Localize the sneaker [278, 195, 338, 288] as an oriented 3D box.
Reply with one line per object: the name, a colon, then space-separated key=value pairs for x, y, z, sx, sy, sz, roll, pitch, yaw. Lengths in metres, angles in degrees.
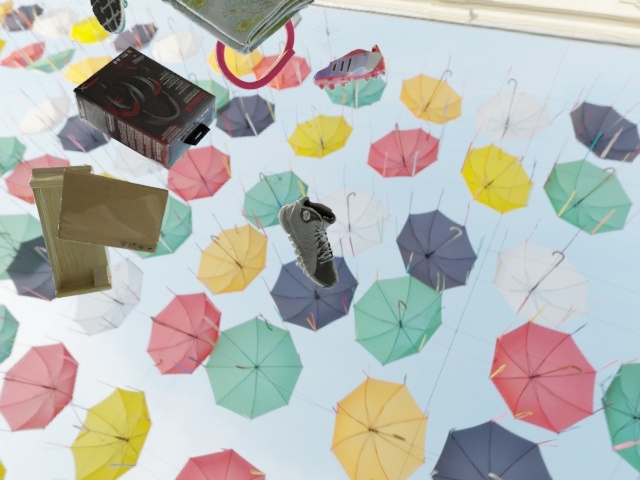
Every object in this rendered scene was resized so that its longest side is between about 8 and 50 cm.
sneaker: x=0.000 y=0.000 z=0.997 sx=0.086 sy=0.132 sz=0.228 roll=-35 pitch=-86 yaw=-48

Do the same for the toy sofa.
toy sofa: x=-0.706 y=-0.033 z=1.236 sx=0.150 sy=0.362 sz=0.177 roll=-9 pitch=-152 yaw=-24

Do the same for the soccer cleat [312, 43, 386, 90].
soccer cleat: x=0.076 y=-0.475 z=1.177 sx=0.248 sy=0.083 sz=0.095 roll=-21 pitch=-82 yaw=-28

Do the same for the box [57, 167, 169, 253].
box: x=-0.444 y=-0.057 z=0.926 sx=0.201 sy=0.164 sz=0.021 roll=11 pitch=-152 yaw=-23

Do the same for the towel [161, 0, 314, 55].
towel: x=-0.241 y=-0.727 z=1.242 sx=0.374 sy=0.090 sz=0.320 roll=38 pitch=-110 yaw=13

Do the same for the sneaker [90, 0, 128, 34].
sneaker: x=-0.651 y=-0.766 z=1.356 sx=0.107 sy=0.110 sz=0.275 roll=-22 pitch=-105 yaw=18

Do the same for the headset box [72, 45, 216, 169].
headset box: x=-0.431 y=-0.337 z=1.117 sx=0.293 sy=0.110 sz=0.218 roll=31 pitch=-122 yaw=-2

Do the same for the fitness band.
fitness band: x=-0.204 y=-0.621 z=1.375 sx=0.291 sy=0.209 sz=0.054 roll=-50 pitch=-153 yaw=-3
